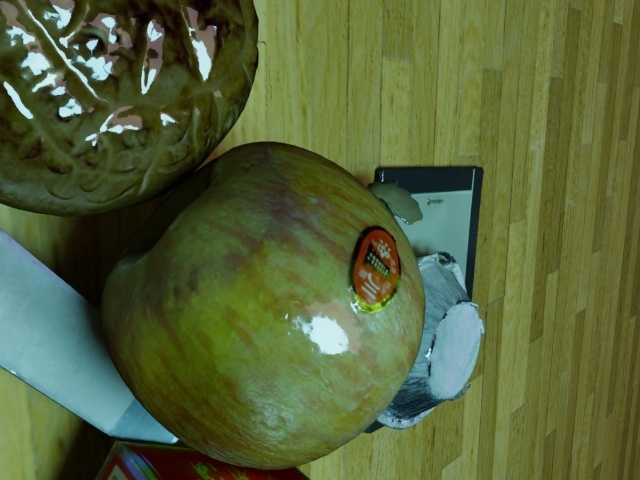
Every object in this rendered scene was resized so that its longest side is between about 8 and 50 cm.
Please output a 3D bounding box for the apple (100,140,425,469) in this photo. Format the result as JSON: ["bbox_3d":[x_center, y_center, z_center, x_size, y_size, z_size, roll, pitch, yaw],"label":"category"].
[{"bbox_3d":[-0.037,0.042,0.424,0.188,0.211,0.211,41,66,-21],"label":"apple"}]

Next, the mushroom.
[{"bbox_3d":[-0.149,-0.143,0.375,0.253,0.153,0.253,8,79,-47],"label":"mushroom"}]

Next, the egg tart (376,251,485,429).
[{"bbox_3d":[0.137,0.129,0.781,0.234,0.094,0.234,-16,112,-45],"label":"egg tart"}]

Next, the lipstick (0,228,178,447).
[{"bbox_3d":[-0.203,0.051,0.416,0.068,0.066,0.317,-56,134,-22],"label":"lipstick"}]

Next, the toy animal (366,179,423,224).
[{"bbox_3d":[0.000,0.000,0.633,0.186,0.093,0.214,40,76,-41],"label":"toy animal"}]

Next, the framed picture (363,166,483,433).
[{"bbox_3d":[0.149,0.069,0.863,0.265,0.016,0.347,-9,105,-47],"label":"framed picture"}]

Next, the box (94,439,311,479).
[{"bbox_3d":[-0.137,0.322,0.485,0.197,0.089,0.313,29,90,-49],"label":"box"}]
